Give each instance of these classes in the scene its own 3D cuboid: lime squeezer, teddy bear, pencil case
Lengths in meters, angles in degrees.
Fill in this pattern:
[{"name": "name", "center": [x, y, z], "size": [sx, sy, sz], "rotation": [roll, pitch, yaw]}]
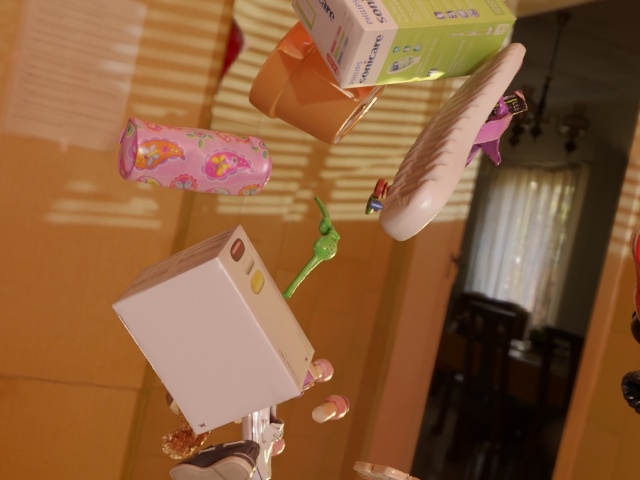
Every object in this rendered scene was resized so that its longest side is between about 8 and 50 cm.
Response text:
[{"name": "lime squeezer", "center": [0.000, 0.000, 1.850], "size": [0.059, 0.310, 0.110], "rotation": [33, -43, -20]}, {"name": "teddy bear", "center": [-0.242, 0.310, 1.641], "size": [0.113, 0.245, 0.338], "rotation": [33, 11, -1]}, {"name": "pencil case", "center": [-0.234, -0.155, 1.539], "size": [0.284, 0.124, 0.124], "rotation": [4, 6, -30]}]

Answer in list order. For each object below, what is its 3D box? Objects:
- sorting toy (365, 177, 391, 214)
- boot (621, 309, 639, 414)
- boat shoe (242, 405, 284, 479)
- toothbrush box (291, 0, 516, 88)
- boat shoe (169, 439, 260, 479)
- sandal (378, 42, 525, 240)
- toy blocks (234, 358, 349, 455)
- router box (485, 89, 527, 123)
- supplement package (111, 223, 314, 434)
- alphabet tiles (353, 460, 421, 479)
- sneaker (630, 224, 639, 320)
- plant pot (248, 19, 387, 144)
[{"name": "sorting toy", "center": [0.132, -0.089, 1.794], "size": [0.042, 0.061, 0.102], "rotation": [18, -43, -5]}, {"name": "boot", "center": [0.731, 0.265, 1.746], "size": [0.260, 0.131, 0.348], "rotation": [-28, 22, -15]}, {"name": "boat shoe", "center": [-0.106, 0.354, 1.532], "size": [0.076, 0.226, 0.083], "rotation": [-6, 9, 7]}, {"name": "toothbrush box", "center": [0.128, -0.364, 1.294], "size": [0.283, 0.122, 0.206], "rotation": [-11, 57, -27]}, {"name": "boat shoe", "center": [-0.179, 0.388, 1.408], "size": [0.206, 0.065, 0.075], "rotation": [-23, -68, 40]}, {"name": "sandal", "center": [0.208, -0.133, 1.191], "size": [0.102, 0.416, 0.169], "rotation": [43, -34, -12]}, {"name": "toy blocks", "center": [-0.094, 0.397, 2.246], "size": [0.288, 0.309, 0.260], "rotation": [-34, -13, 19]}, {"name": "router box", "center": [0.284, -0.220, 1.414], "size": [0.122, 0.038, 0.092], "rotation": [-22, 3, -37]}, {"name": "supplement package", "center": [-0.166, 0.145, 1.326], "size": [0.204, 0.262, 0.145], "rotation": [-24, 16, 18]}, {"name": "alphabet tiles", "center": [0.213, 0.519, 1.698], "size": [0.284, 0.021, 0.278], "rotation": [29, -21, -22]}, {"name": "sneaker", "center": [0.559, 0.081, 1.366], "size": [0.087, 0.221, 0.128], "rotation": [-16, -5, 24]}, {"name": "plant pot", "center": [0.013, -0.345, 1.774], "size": [0.203, 0.291, 0.291], "rotation": [42, 4, 4]}]
